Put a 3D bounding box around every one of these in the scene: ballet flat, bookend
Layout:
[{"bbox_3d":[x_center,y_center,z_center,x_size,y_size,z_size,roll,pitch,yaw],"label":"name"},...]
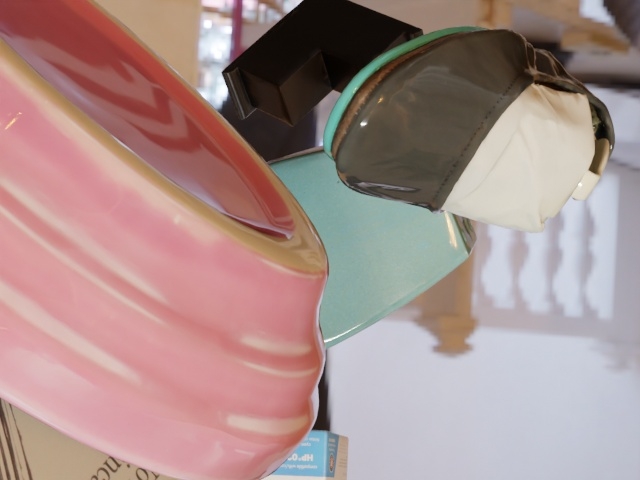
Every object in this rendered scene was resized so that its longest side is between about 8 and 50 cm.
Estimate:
[{"bbox_3d":[0.100,-0.057,0.692,0.096,0.095,0.280,36,-158,15],"label":"ballet flat"},{"bbox_3d":[0.009,-0.177,1.434,0.157,0.156,0.072,28,152,35],"label":"bookend"}]

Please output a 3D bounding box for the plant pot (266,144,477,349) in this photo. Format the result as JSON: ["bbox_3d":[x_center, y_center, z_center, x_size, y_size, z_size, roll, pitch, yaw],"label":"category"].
[{"bbox_3d":[0.000,0.000,1.109,0.234,0.165,0.166,-22,-177,13],"label":"plant pot"}]

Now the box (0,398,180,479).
[{"bbox_3d":[-0.189,0.071,0.649,0.094,0.275,0.113,-31,-166,38],"label":"box"}]

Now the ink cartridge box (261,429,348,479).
[{"bbox_3d":[-0.018,0.242,1.061,0.062,0.181,0.104,0,169,11],"label":"ink cartridge box"}]

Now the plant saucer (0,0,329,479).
[{"bbox_3d":[-0.114,-0.043,0.568,0.332,0.084,0.332,41,-170,-9],"label":"plant saucer"}]
